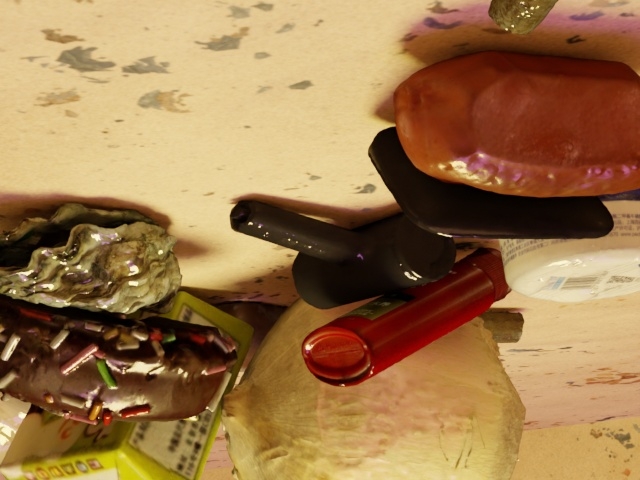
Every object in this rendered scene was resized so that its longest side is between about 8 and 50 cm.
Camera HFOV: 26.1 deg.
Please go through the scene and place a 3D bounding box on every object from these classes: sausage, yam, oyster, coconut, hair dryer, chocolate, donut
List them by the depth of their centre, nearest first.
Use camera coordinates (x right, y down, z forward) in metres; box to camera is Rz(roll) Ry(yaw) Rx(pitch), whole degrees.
[{"bbox_3d":[0.156,-0.184,1.021,0.043,0.043,0.094,0,162,-14],"label":"yam"},{"bbox_3d":[0.183,-0.098,1.183,0.258,0.133,0.133,1,163,-20],"label":"sausage"},{"bbox_3d":[-0.256,0.034,1.555,0.267,0.112,0.198,1,164,-30],"label":"oyster"},{"bbox_3d":[0.000,0.000,1.590,0.251,0.089,0.197,21,154,-37],"label":"hair dryer"},{"bbox_3d":[-0.291,0.135,1.663,0.345,0.136,0.259,11,-176,28],"label":"donut"},{"bbox_3d":[0.045,0.240,1.850,0.404,0.404,0.404,-4,164,-1],"label":"coconut"},{"bbox_3d":[-0.271,0.227,1.892,0.289,0.301,0.137,-15,133,38],"label":"chocolate"},{"bbox_3d":[-0.090,0.156,2.069,0.161,0.083,0.261,-21,156,41],"label":"chocolate"},{"bbox_3d":[0.245,0.133,2.124,0.132,0.054,0.054,2,163,-19],"label":"yam"}]

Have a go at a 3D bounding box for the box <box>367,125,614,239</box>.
[{"bbox_3d":[0.158,-0.054,1.273,0.212,0.042,0.201,3,-154,-19],"label":"box"}]

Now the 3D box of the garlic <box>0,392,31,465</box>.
[{"bbox_3d":[-0.525,0.257,2.137,0.281,0.185,0.203,-9,-177,11],"label":"garlic"}]

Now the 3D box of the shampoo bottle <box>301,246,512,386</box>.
[{"bbox_3d":[0.119,0.087,1.677,0.314,0.076,0.118,-24,-175,-42],"label":"shampoo bottle"}]

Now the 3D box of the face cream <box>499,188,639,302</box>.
[{"bbox_3d":[0.309,0.001,1.584,0.206,0.111,0.206,-5,163,-2],"label":"face cream"}]
